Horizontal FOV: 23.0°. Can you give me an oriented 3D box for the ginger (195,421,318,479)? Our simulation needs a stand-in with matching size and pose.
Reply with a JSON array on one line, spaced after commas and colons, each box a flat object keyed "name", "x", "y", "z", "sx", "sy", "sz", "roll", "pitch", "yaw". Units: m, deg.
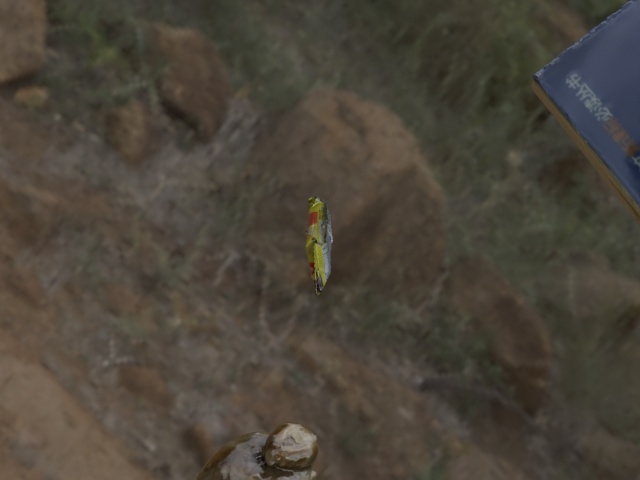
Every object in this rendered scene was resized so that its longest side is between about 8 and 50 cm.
[{"name": "ginger", "x": -0.100, "y": 0.385, "z": 2.217, "sx": 0.256, "sy": 0.375, "sz": 0.176, "roll": -22, "pitch": 63, "yaw": -33}]

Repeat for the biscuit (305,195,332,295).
[{"name": "biscuit", "x": 0.000, "y": 0.000, "z": 1.470, "sx": 0.292, "sy": 0.026, "sz": 0.048, "roll": -88, "pitch": 167, "yaw": -81}]

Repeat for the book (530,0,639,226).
[{"name": "book", "x": 0.456, "y": -0.165, "z": 1.559, "sx": 0.300, "sy": 0.428, "sz": 0.039, "roll": 51, "pitch": -12, "yaw": 4}]
